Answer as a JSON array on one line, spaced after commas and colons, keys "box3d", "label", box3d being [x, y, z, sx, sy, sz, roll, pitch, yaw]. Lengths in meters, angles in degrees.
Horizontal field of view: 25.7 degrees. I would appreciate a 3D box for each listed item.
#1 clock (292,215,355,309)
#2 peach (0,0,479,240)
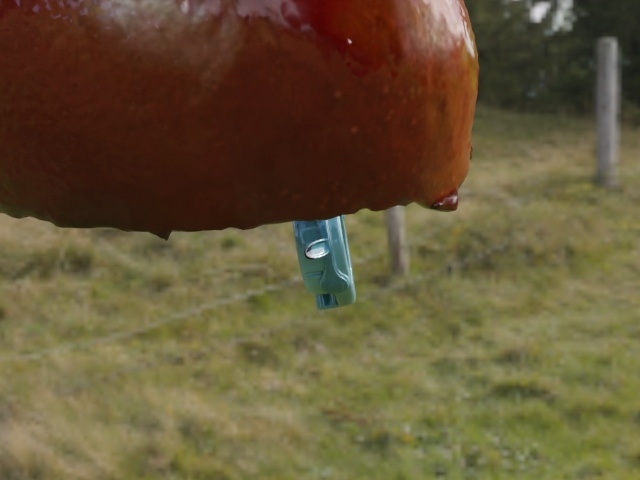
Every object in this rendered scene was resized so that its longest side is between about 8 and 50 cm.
[{"box3d": [0.001, 0.000, 1.259, 0.045, 0.108, 0.147, -11, -13, 3], "label": "clock"}, {"box3d": [-0.064, -0.107, 0.794, 0.338, 0.281, 0.281, 34, -4, -18], "label": "peach"}]
